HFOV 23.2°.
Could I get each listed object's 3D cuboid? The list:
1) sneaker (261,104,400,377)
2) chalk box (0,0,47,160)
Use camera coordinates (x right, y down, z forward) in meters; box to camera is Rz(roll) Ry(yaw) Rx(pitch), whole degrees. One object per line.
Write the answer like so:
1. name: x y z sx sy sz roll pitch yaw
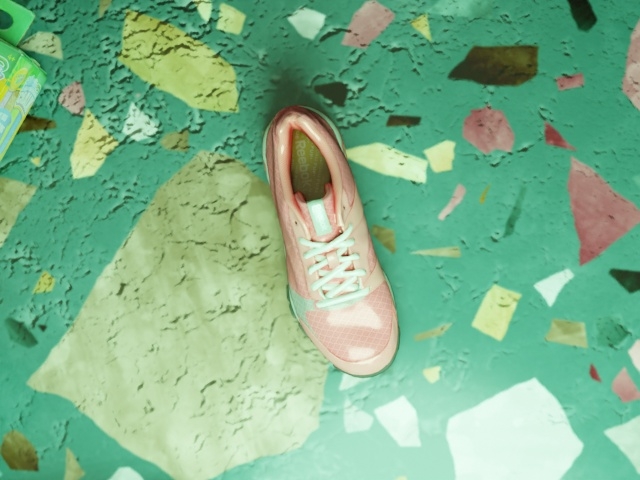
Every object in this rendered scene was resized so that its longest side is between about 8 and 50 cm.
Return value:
1. sneaker: -0.001 0.000 1.677 0.116 0.136 0.314 -18 84 2
2. chalk box: -0.394 -0.175 1.714 0.132 0.132 0.213 27 87 4
